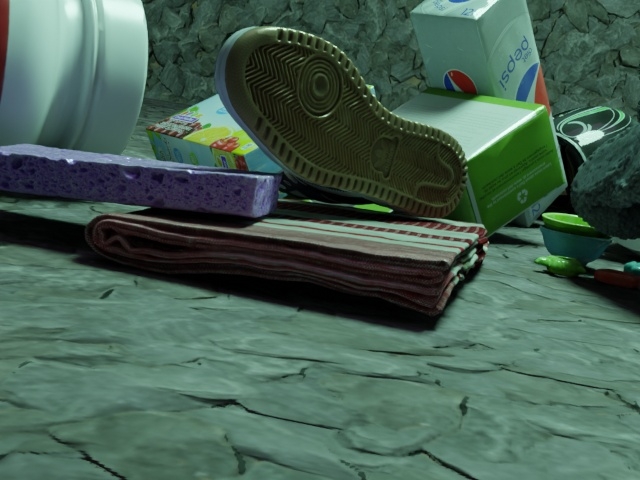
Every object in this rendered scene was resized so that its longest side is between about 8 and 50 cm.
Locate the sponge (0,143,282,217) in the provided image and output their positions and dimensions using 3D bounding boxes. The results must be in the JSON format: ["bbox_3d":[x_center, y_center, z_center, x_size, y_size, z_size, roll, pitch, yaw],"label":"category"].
[{"bbox_3d":[-0.139,-0.044,0.756,0.210,0.031,0.117,7,6,6],"label":"sponge"}]

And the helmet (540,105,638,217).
[{"bbox_3d":[0.358,-0.100,1.391,0.161,0.169,0.169,-17,22,-33],"label":"helmet"}]

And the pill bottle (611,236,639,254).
[{"bbox_3d":[0.393,-0.056,1.157,0.153,0.153,0.264,14,10,29],"label":"pill bottle"}]

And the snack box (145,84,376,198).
[{"bbox_3d":[-0.061,-0.115,1.138,0.174,0.070,0.207,-30,30,-27],"label":"snack box"}]

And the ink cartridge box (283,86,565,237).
[{"bbox_3d":[0.095,-0.054,1.106,0.255,0.097,0.188,-34,30,-23],"label":"ink cartridge box"}]

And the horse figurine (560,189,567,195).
[{"bbox_3d":[0.331,-0.095,1.647,0.263,0.066,0.174,19,19,40],"label":"horse figurine"}]

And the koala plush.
[{"bbox_3d":[0.360,-0.054,0.861,0.221,0.196,0.203,29,0,-7],"label":"koala plush"}]

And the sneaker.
[{"bbox_3d":[-0.015,-0.092,0.867,0.153,0.099,0.282,15,-7,44],"label":"sneaker"}]

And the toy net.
[{"bbox_3d":[0.311,0.019,0.943,0.232,0.045,0.122,10,9,10],"label":"toy net"}]

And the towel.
[{"bbox_3d":[0.000,0.000,0.805,0.237,0.037,0.329,9,7,13],"label":"towel"}]

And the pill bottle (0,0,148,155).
[{"bbox_3d":[-0.364,-0.166,0.870,0.407,0.229,0.229,4,10,-32],"label":"pill bottle"}]

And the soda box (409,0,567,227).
[{"bbox_3d":[0.200,-0.158,1.225,0.098,0.286,0.091,17,50,44],"label":"soda box"}]
